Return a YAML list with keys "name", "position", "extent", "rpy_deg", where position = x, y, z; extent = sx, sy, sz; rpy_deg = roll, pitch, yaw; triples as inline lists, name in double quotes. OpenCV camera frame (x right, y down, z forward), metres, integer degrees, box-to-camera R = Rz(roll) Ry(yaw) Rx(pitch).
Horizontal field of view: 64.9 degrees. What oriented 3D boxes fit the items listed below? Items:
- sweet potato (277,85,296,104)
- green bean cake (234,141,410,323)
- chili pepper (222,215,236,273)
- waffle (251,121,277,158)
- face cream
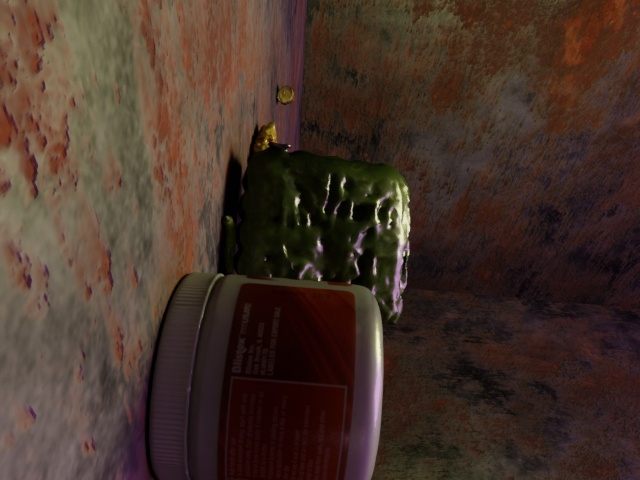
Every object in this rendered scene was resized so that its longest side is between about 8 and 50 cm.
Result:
- name: "sweet potato"
  position: [-0.087, -0.373, 1.310]
  extent: [0.117, 0.049, 0.049]
  rpy_deg: [-93, -172, -83]
- name: "green bean cake"
  position: [0.000, 0.000, 0.747]
  extent: [0.156, 0.249, 0.247]
  rpy_deg: [175, -79, -76]
- name: "chili pepper"
  position: [-0.123, 0.003, 0.672]
  extent: [0.030, 0.017, 0.083]
  rpy_deg: [-79, 173, -61]
- name: "waffle"
  position: [-0.106, -0.127, 0.938]
  extent: [0.191, 0.038, 0.191]
  rpy_deg: [-175, -90, -89]
- name: "face cream"
  position: [-0.045, 0.136, 0.493]
  extent: [0.201, 0.187, 0.201]
  rpy_deg: [-175, -90, -89]
